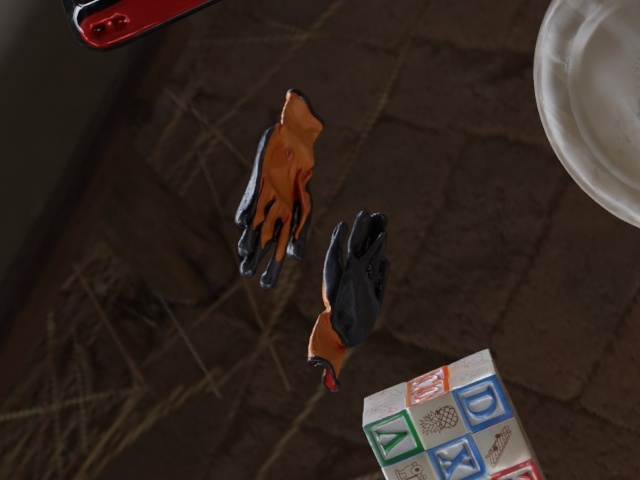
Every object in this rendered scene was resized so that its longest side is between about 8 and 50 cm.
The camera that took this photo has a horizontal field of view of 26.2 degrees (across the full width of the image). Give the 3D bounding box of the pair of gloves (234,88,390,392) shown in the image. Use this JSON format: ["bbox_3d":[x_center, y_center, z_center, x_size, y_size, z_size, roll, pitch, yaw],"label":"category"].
[{"bbox_3d":[0.000,0.000,0.457,0.010,0.083,0.074,-9,43,30],"label":"pair of gloves"}]

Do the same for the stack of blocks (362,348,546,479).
[{"bbox_3d":[0.137,0.271,1.265,0.171,0.087,0.297,-23,99,7],"label":"stack of blocks"}]

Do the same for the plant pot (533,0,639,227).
[{"bbox_3d":[0.293,-0.140,0.915,0.323,0.323,0.280,27,37,30],"label":"plant pot"}]

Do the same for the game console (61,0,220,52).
[{"bbox_3d":[-0.044,-0.274,1.015,0.342,0.060,0.386,-30,29,-1],"label":"game console"}]
